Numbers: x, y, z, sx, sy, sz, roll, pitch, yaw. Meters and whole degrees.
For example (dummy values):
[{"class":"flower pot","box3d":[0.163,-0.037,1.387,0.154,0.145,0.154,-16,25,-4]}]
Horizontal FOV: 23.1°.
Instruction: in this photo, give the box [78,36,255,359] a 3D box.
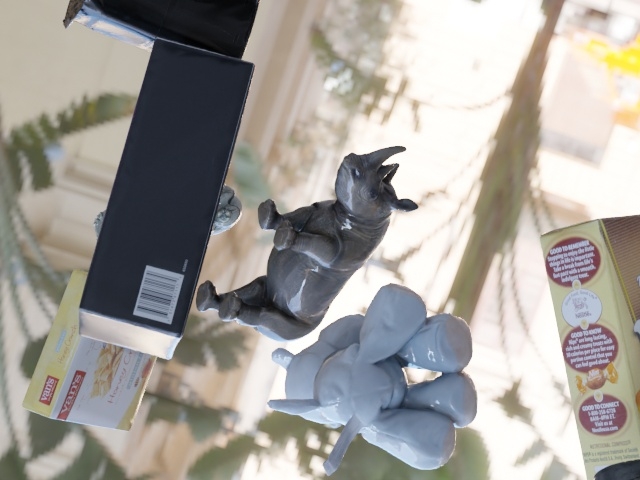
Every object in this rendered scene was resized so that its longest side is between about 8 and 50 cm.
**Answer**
[{"class":"box","box3d":[-0.147,-0.034,1.474,0.103,0.261,0.184,15,167,-3]}]

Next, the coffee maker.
[{"class":"coffee maker","box3d":[-0.159,-0.238,1.616,0.178,0.120,0.171,19,-169,-18]}]

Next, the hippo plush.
[{"class":"hippo plush","box3d":[0.062,0.213,2.149,0.234,0.294,0.236,50,158,-9]}]

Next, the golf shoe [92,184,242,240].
[{"class":"golf shoe","box3d":[-0.176,-0.018,1.850,0.176,0.069,0.086,-8,169,5]}]

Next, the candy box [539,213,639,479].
[{"class":"candy box","box3d":[0.324,0.132,1.468,0.182,0.317,0.087,-6,174,-37]}]

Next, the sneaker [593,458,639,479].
[{"class":"sneaker","box3d":[0.286,0.221,1.273,0.170,0.089,0.051,-8,151,-8]}]

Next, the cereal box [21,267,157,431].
[{"class":"cereal box","box3d":[-0.262,0.137,1.891,0.047,0.173,0.240,19,176,17]}]

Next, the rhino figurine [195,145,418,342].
[{"class":"rhino figurine","box3d":[0.000,0.000,1.330,0.106,0.243,0.073,16,-141,-34]}]
